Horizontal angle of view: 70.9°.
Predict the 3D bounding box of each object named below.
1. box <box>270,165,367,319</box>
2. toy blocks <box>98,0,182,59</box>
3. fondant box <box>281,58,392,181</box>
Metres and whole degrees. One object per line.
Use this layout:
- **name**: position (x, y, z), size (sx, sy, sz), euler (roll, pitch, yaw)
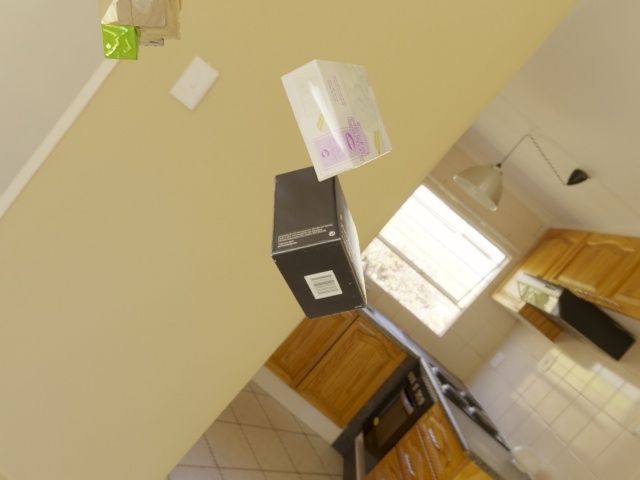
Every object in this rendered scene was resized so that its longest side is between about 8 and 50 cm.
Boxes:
- **box**: position (0.000, 0.000, 1.217), size (0.296, 0.182, 0.294), euler (67, 14, -46)
- **toy blocks**: position (-0.300, -0.500, 0.767), size (0.190, 0.382, 0.261), euler (-1, 17, -7)
- **fondant box**: position (0.056, -0.297, 1.091), size (0.330, 0.096, 0.238), euler (-37, 108, -59)
